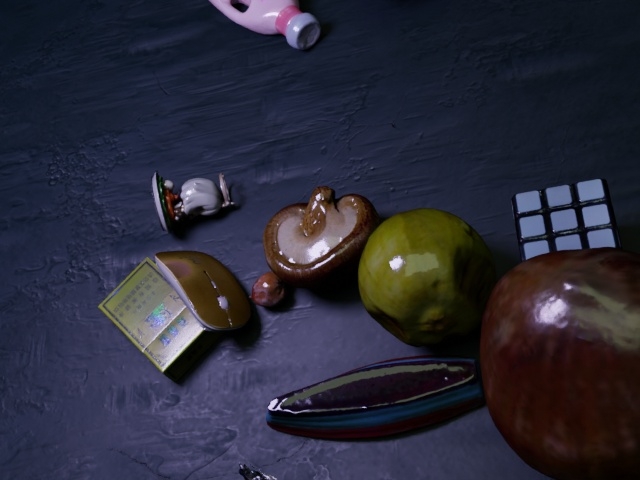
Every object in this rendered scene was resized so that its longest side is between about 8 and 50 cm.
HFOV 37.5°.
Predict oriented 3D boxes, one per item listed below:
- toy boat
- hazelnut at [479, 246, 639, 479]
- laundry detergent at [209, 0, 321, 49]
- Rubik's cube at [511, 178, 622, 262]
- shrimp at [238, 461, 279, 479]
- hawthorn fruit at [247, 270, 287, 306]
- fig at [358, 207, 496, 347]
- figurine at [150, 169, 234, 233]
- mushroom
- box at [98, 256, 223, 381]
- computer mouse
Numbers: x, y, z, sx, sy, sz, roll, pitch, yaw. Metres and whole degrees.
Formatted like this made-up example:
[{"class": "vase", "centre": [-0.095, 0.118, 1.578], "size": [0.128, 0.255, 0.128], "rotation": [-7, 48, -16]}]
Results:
[{"class": "toy boat", "centre": [0.085, 0.271, 1.632], "size": [0.392, 0.079, 0.136], "rotation": [-12, 59, 9]}, {"class": "hazelnut", "centre": [0.431, 0.179, 1.374], "size": [0.421, 0.421, 0.353], "rotation": [35, 62, 30]}, {"class": "laundry detergent", "centre": [-0.131, -0.538, 2.110], "size": [0.159, 0.088, 0.335], "rotation": [-45, 59, -2]}, {"class": "Rubik's cube", "centre": [0.419, 0.013, 1.590], "size": [0.161, 0.162, 0.163], "rotation": [-10, 54, 13]}, {"class": "shrimp", "centre": [-0.093, 0.506, 1.577], "size": [0.262, 0.051, 0.198], "rotation": [38, 80, 27]}, {"class": "hawthorn fruit", "centre": [-0.113, 0.098, 1.790], "size": [0.103, 0.067, 0.066], "rotation": [-17, 59, 17]}, {"class": "fig", "centre": [0.176, 0.045, 1.620], "size": [0.239, 0.239, 0.271], "rotation": [-23, 44, 6]}, {"class": "figurine", "centre": [-0.256, -0.092, 1.912], "size": [0.154, 0.132, 0.132], "rotation": [-12, 60, -3]}, {"class": "mushroom", "centre": [0.007, 0.006, 1.762], "size": [0.231, 0.138, 0.194], "rotation": [-2, 70, 28]}, {"class": "box", "centre": [-0.309, 0.151, 1.825], "size": [0.141, 0.064, 0.220], "rotation": [-46, 57, -10]}, {"class": "computer mouse", "centre": [-0.226, 0.084, 1.796], "size": [0.245, 0.126, 0.056], "rotation": [48, 128, 40]}]
